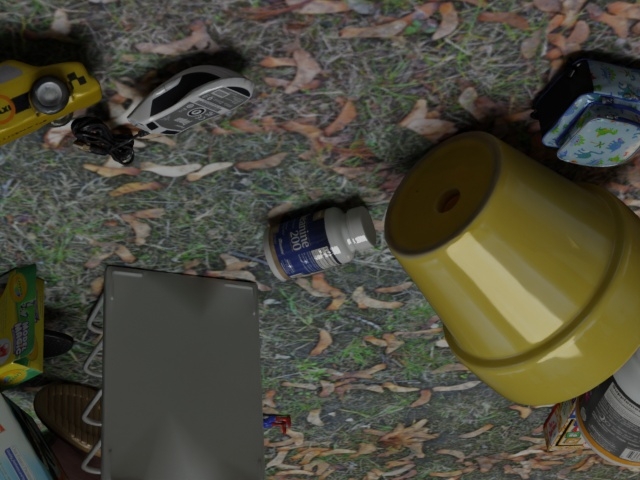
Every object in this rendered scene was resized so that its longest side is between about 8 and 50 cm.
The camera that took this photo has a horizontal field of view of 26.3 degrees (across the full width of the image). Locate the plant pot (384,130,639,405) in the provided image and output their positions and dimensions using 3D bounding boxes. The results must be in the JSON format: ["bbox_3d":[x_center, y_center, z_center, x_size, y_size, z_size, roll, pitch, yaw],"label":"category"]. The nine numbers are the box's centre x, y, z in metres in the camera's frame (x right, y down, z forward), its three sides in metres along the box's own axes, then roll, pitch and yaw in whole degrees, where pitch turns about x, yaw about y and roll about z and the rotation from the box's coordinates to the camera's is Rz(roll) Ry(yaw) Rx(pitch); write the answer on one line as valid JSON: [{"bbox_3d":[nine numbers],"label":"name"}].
[{"bbox_3d":[0.204,0.015,1.488,0.254,0.254,0.239,-29,128,33],"label":"plant pot"}]

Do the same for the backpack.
[{"bbox_3d":[0.291,-0.126,1.400,0.114,0.084,0.105,4,150,-20],"label":"backpack"}]

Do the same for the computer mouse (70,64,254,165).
[{"bbox_3d":[-0.152,-0.132,1.355,0.193,0.042,0.106,-22,162,22],"label":"computer mouse"}]

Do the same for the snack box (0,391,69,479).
[{"bbox_3d":[-0.362,0.299,1.731,0.060,0.187,0.322,-30,171,-11],"label":"snack box"}]

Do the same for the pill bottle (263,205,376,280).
[{"bbox_3d":[0.000,0.000,1.578,0.120,0.067,0.067,-17,147,18],"label":"pill bottle"}]

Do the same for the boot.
[{"bbox_3d":[-0.365,0.298,1.996,0.207,0.090,0.248,-23,138,36],"label":"boot"}]

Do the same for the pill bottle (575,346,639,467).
[{"bbox_3d":[0.459,0.190,1.878,0.162,0.162,0.278,-1,148,-7],"label":"pill bottle"}]

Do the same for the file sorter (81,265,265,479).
[{"bbox_3d":[-0.191,0.201,1.687,0.193,0.277,0.173,8,151,-21],"label":"file sorter"}]

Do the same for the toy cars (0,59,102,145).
[{"bbox_3d":[-0.382,-0.095,1.336,0.394,0.087,0.176,-26,180,33],"label":"toy cars"}]

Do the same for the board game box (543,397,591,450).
[{"bbox_3d":[0.437,0.265,2.108,0.147,0.045,0.193,-1,149,-8],"label":"board game box"}]

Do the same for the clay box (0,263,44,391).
[{"bbox_3d":[-0.407,0.124,1.662,0.222,0.127,0.053,-24,145,29],"label":"clay box"}]

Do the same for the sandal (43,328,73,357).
[{"bbox_3d":[-0.395,0.120,1.752,0.179,0.040,0.067,-4,147,26],"label":"sandal"}]

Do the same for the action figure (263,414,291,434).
[{"bbox_3d":[-0.103,0.276,2.060,0.115,0.030,0.038,8,151,-18],"label":"action figure"}]
